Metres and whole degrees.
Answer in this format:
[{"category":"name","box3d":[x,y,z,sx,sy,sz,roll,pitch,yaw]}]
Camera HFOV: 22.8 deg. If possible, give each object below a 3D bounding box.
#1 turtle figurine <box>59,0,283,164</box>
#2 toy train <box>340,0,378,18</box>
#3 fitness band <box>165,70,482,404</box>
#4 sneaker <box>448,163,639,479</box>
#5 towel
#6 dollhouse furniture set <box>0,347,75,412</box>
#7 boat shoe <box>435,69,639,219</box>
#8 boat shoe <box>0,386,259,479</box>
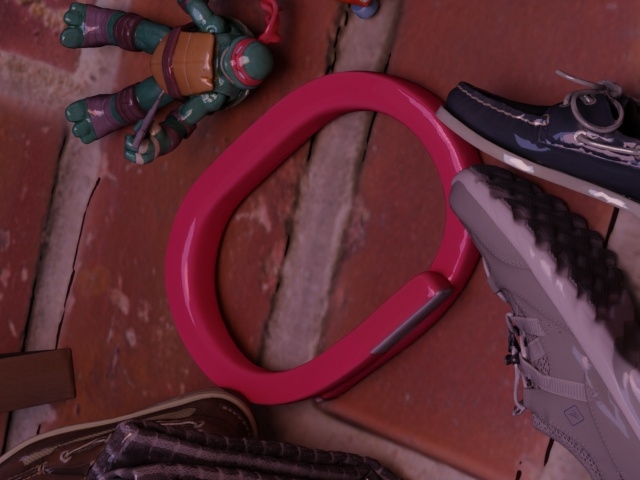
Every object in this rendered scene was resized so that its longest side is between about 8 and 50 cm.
[{"category":"turtle figurine","box3d":[-0.114,-0.139,1.245,0.234,0.118,0.175,0,78,48]},{"category":"toy train","box3d":[-0.024,-0.235,1.183,0.125,0.166,0.046,21,76,53]},{"category":"fitness band","box3d":[0.000,0.000,1.219,0.291,0.054,0.209,-40,69,27]},{"category":"sneaker","box3d":[0.160,0.074,1.083,0.115,0.105,0.281,-40,72,28]},{"category":"towel","box3d":[-0.088,0.246,1.146,0.235,0.283,0.121,-45,50,28]},{"category":"dollhouse furniture set","box3d":[-0.304,0.280,1.356,0.303,0.173,0.356,-6,89,33]},{"category":"boat shoe","box3d":[0.197,-0.063,1.058,0.254,0.095,0.079,26,108,28]},{"category":"boat shoe","box3d":[-0.173,0.185,1.203,0.257,0.095,0.095,-27,99,9]}]
